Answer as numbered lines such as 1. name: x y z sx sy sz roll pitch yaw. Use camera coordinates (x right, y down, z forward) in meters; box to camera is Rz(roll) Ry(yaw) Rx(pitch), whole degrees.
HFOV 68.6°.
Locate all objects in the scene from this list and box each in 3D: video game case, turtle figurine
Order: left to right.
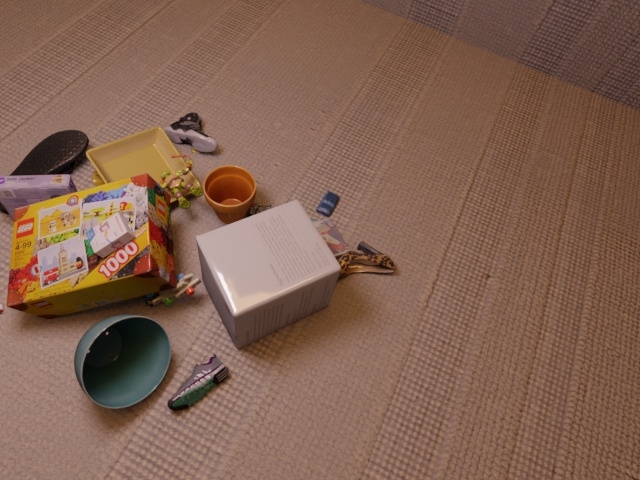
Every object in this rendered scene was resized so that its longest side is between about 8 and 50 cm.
1. turtle figurine: -0.583 -0.213 1.861 0.269 0.087 0.217 -39 63 -22
2. video game case: 0.000 0.000 1.931 0.201 0.023 0.183 -14 61 -35

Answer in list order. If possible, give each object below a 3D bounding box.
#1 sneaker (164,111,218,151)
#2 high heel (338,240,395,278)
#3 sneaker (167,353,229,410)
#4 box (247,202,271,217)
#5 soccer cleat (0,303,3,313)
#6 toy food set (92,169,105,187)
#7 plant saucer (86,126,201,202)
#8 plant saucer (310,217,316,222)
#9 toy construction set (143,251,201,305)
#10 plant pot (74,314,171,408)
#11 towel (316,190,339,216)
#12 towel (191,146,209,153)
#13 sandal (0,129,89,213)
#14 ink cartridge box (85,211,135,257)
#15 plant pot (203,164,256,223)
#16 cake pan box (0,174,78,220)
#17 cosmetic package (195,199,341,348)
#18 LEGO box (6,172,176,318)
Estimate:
1. sneaker: -0.559 -0.498 2.121 0.269 0.101 0.153 19 57 16
2. high heel: 0.171 0.117 1.870 0.186 0.093 0.261 35 51 20
3. sneaker: -0.425 0.480 1.591 0.224 0.083 0.098 -30 47 -28
4. box: -0.259 -0.093 1.977 0.094 0.027 0.137 4 59 -5
5. soccer cleat: -1.158 0.244 1.642 0.083 0.029 0.035 -9 52 -17
6. toy food set: -0.829 -0.244 1.954 0.218 0.071 0.128 -4 71 -28
7. plant saucer: -0.722 -0.270 1.929 0.333 0.081 0.332 -32 86 -34
8. plant saucer: -0.114 -0.070 1.990 0.192 0.018 0.067 6 59 -6
9. toy construction set: -0.584 0.116 1.743 0.215 0.151 0.328 -31 57 -24
10. plant pot: -0.667 0.369 1.521 0.196 0.290 0.290 8 49 40
11. towel: 0.033 -0.163 2.061 0.067 0.029 0.119 25 59 6
12. towel: -0.546 -0.421 2.144 0.083 0.009 0.060 9 57 -3
13. sandal: -1.140 -0.286 1.934 0.168 0.107 0.445 36 73 12
14. ink cartridge box: -0.666 -0.018 1.489 0.122 0.052 0.088 -34 66 -5
15. plant pot: -0.365 -0.169 1.913 0.205 0.188 0.205 3 59 -5
16. cake pan box: -1.049 -0.144 1.765 0.267 0.245 0.070 -4 56 -9
17. cosmetic package: -0.191 0.121 1.680 0.394 0.329 0.327 -22 65 -21
18. LEGO box: -0.781 0.024 1.630 0.501 0.193 0.372 -14 66 5
